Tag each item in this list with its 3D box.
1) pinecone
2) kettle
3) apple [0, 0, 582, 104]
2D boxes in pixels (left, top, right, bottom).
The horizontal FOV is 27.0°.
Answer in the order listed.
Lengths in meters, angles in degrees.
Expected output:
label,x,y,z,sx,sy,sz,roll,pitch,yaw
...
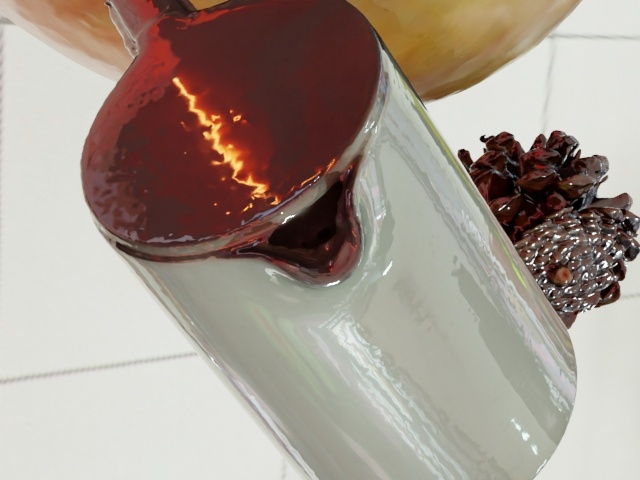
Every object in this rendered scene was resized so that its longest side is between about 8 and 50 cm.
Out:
label,x,y,z,sx,sy,sz,roll,pitch,yaw
pinecone,0.128,-0.008,0.842,0.140,0.121,0.140,-9,137,-8
kettle,0.005,0.000,0.391,0.148,0.098,0.127,53,31,-43
apple,-0.014,-0.223,0.605,0.364,0.364,0.364,-11,110,-32
